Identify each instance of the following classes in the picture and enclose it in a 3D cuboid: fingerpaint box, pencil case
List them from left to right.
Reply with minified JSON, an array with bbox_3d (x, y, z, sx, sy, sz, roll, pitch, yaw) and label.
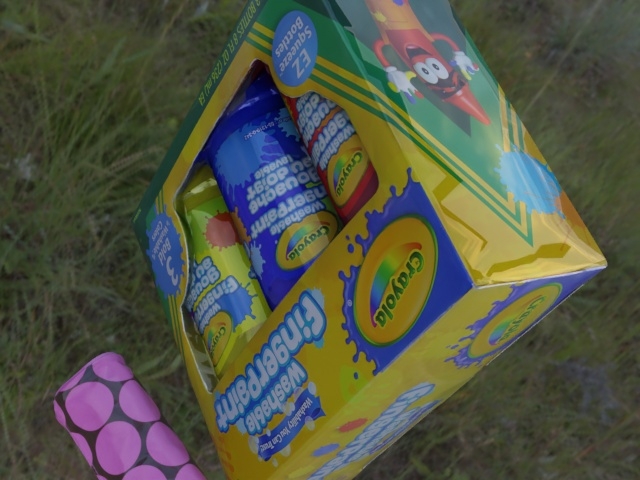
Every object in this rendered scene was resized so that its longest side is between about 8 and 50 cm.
[{"bbox_3d":[-0.193,0.222,1.007,0.209,0.098,0.095,52,-2,20],"label":"pencil case"},{"bbox_3d":[0.000,0.000,0.956,0.163,0.445,0.371,-6,60,-36],"label":"fingerpaint box"}]
